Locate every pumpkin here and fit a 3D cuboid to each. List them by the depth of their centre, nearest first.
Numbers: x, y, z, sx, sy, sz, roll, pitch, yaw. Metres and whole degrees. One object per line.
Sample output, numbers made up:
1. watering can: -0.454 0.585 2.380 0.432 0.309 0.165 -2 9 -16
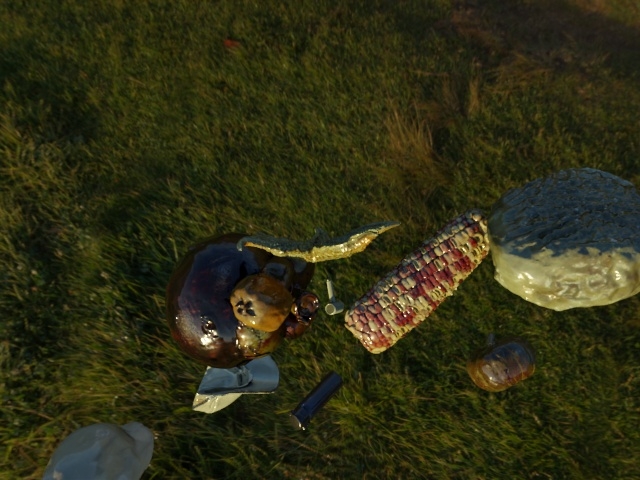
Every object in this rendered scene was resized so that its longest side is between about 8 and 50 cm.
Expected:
1. pumpkin: 0.555 0.367 1.437 0.219 0.219 0.162 -22 77 -5

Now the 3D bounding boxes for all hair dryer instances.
1. hair dryer: 0.038 0.172 1.481 0.038 0.063 0.124 -14 82 29

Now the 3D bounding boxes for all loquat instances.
1. loquat: -0.125 0.128 0.953 0.137 0.137 0.113 42 101 17

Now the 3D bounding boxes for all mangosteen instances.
1. mangosteen: -0.217 0.142 1.271 0.421 0.381 0.381 -29 67 23

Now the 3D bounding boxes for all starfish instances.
1. starfish: 0.001 0.003 0.994 0.347 0.358 0.078 -8 93 12

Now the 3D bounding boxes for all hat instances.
1. hat: -0.292 0.501 1.629 0.301 0.168 0.258 3 31 5

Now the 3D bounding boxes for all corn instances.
1. corn: 0.162 0.064 0.747 0.290 0.098 0.098 -43 72 4

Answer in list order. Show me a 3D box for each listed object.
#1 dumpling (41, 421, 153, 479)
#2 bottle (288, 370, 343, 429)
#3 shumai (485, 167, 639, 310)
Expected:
1. dumpling: -0.402 0.411 0.835 0.162 0.250 0.132 -3 105 2
2. bottle: -0.013 0.571 1.652 0.082 0.072 0.244 50 47 8
3. shumai: 0.357 0.037 0.682 0.225 0.222 0.261 17 40 32
